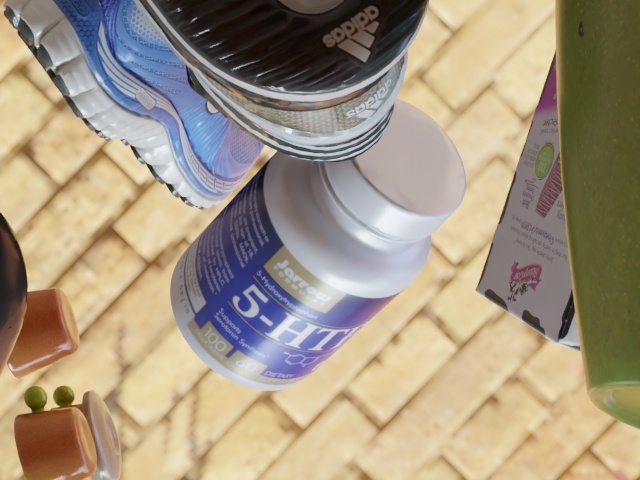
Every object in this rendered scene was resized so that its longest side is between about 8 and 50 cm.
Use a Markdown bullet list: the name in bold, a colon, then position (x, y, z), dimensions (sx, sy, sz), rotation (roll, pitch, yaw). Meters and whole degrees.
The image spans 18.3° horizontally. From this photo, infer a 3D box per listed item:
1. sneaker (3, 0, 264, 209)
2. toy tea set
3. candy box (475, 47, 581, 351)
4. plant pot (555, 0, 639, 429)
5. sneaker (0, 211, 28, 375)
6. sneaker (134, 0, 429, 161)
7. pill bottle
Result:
- **sneaker**: position (-0.078, -0.121, 1.310), dimensions (0.147, 0.130, 0.330), rotation (-36, 166, 5)
- **toy tea set**: position (-0.243, 0.207, 1.692), dimensions (0.124, 0.336, 0.200), rotation (-16, 146, 4)
- **candy box**: position (0.193, -0.049, 1.317), dimensions (0.159, 0.071, 0.233), rotation (-141, -111, -71)
- **plant pot**: position (0.209, -0.061, 0.825), dimensions (0.275, 0.275, 0.293), rotation (150, -43, -70)
- **sneaker**: position (-0.173, 0.085, 0.623), dimensions (0.146, 0.122, 0.330), rotation (-8, -152, 38)
- **sneaker**: position (-0.106, -0.217, 1.047), dimensions (0.169, 0.447, 0.257), rotation (-31, 166, -8)
- **pill bottle**: position (0.000, 0.000, 1.182), dimensions (0.187, 0.112, 0.112), rotation (-45, -176, 43)
